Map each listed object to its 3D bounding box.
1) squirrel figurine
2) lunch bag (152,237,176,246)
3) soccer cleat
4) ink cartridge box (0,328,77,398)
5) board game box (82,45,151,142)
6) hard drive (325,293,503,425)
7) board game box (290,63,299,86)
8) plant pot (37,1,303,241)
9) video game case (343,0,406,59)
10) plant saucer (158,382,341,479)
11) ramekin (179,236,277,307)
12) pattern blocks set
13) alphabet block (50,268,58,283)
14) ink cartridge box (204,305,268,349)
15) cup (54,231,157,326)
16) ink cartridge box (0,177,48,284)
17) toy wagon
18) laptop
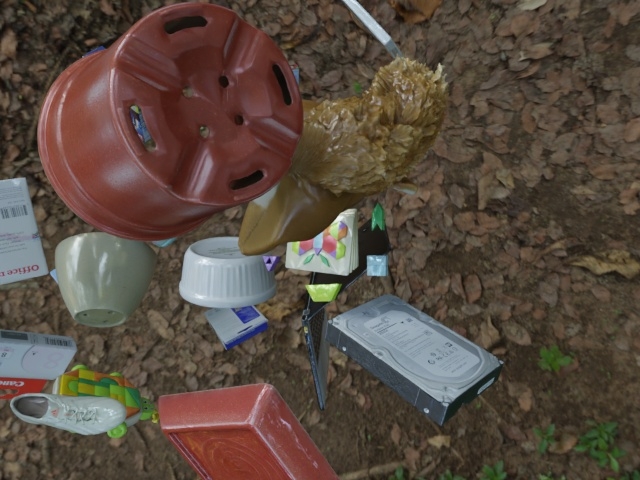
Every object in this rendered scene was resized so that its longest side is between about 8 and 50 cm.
[{"bbox_3d":[0.069,-0.153,0.923,0.397,0.371,0.280,-15,86,50],"label":"squirrel figurine"},{"bbox_3d":[-0.522,-0.128,1.718,0.224,0.108,0.279,25,73,39],"label":"lunch bag"},{"bbox_3d":[-0.456,0.311,0.912,0.197,0.076,0.068,6,64,-4],"label":"soccer cleat"},{"bbox_3d":[-0.747,0.327,1.247,0.066,0.189,0.232,44,107,43],"label":"ink cartridge box"},{"bbox_3d":[-0.490,-0.348,1.270,0.194,0.194,0.060,42,65,10],"label":"board game box"},{"bbox_3d":[0.209,0.250,1.158,0.339,0.237,0.064,30,123,39],"label":"hard drive"},{"bbox_3d":[-0.197,-0.420,1.474,0.282,0.027,0.145,-17,141,-18],"label":"board game box"},{"bbox_3d":[-0.171,-0.134,0.602,0.273,0.265,0.271,0,90,-34],"label":"plant pot"},{"bbox_3d":[0.132,-0.571,1.339,0.026,0.206,0.227,-43,78,18],"label":"video game case"},{"bbox_3d":[-0.110,0.335,0.761,0.259,0.047,0.258,-18,111,35],"label":"plant saucer"},{"bbox_3d":[-0.252,0.078,1.389,0.273,0.273,0.127,5,107,8],"label":"ramekin"},{"bbox_3d":[0.000,0.000,1.174,0.325,0.026,0.285,-12,82,26],"label":"pattern blocks set"},{"bbox_3d":[-0.974,0.187,2.127,0.194,0.192,0.197,30,146,42],"label":"alphabet block"},{"bbox_3d":[-0.296,0.292,1.791,0.166,0.333,0.065,-26,109,-17],"label":"ink cartridge box"},{"bbox_3d":[-0.734,0.156,1.718,0.332,0.331,0.236,-16,60,13],"label":"cup"},{"bbox_3d":[-0.891,-0.022,1.375,0.197,0.198,0.269,6,107,54],"label":"ink cartridge box"},{"bbox_3d":[-0.677,0.517,1.628,0.345,0.267,0.068,22,102,-30],"label":"toy wagon"},{"bbox_3d":[0.088,0.169,1.374,0.237,0.382,0.407,-8,107,7],"label":"laptop"}]
